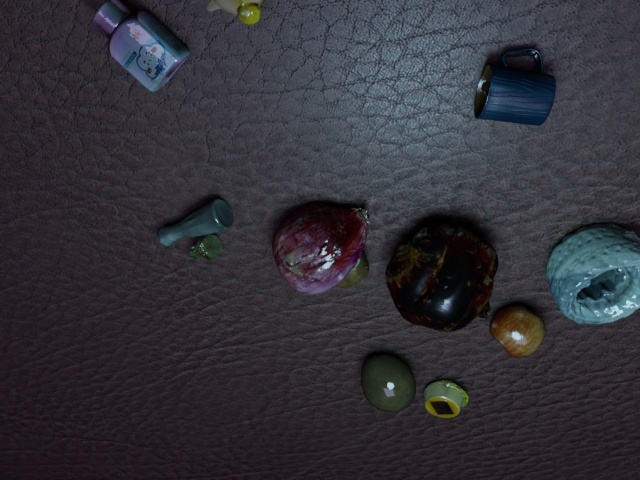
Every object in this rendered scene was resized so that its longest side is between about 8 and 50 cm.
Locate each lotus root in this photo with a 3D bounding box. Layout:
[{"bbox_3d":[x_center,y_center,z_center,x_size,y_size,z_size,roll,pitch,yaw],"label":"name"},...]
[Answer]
[{"bbox_3d":[0.068,0.074,1.435,0.122,0.112,0.081,-19,129,18],"label":"lotus root"}]

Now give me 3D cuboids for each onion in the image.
[{"bbox_3d":[0.000,0.000,1.351,0.284,0.120,0.227,-37,78,13],"label":"onion"}]

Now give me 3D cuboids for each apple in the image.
[{"bbox_3d":[0.544,0.246,1.463,0.146,0.146,0.131,40,99,-17],"label":"apple"}]

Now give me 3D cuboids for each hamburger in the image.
[{"bbox_3d":[0.396,0.499,1.688,0.126,0.081,0.141,43,131,-16],"label":"hamburger"}]

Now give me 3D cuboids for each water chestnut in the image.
[{"bbox_3d":[0.312,0.099,1.344,0.289,0.288,0.244,-20,152,20],"label":"water chestnut"}]

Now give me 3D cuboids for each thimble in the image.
[{"bbox_3d":[0.691,0.079,1.318,0.205,0.171,0.250,31,125,-17],"label":"thimble"}]

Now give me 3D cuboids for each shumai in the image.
[{"bbox_3d":[-0.329,0.017,1.496,0.081,0.083,0.082,10,99,38],"label":"shumai"}]

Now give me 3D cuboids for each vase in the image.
[{"bbox_3d":[-0.345,-0.041,1.444,0.214,0.086,0.086,-19,119,25],"label":"vase"}]

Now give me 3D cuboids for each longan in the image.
[{"bbox_3d":[0.198,0.434,1.636,0.204,0.159,0.184,-7,113,58],"label":"longan"}]

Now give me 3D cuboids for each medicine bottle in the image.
[{"bbox_3d":[-0.401,-0.437,1.177,0.188,0.094,0.119,42,117,-18],"label":"medicine bottle"}]

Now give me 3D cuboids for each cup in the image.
[{"bbox_3d":[0.415,-0.321,1.124,0.138,0.113,0.150,8,126,1],"label":"cup"}]

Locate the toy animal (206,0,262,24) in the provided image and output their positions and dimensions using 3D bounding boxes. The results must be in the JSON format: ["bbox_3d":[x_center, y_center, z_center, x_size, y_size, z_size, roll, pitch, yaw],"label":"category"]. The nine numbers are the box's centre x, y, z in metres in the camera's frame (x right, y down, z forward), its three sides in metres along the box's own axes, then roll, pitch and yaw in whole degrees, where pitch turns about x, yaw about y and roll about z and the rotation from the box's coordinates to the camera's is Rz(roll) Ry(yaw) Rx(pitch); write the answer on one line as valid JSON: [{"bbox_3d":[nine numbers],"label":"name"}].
[{"bbox_3d":[-0.132,-0.536,1.048,0.248,0.149,0.165,-23,130,14],"label":"toy animal"}]
